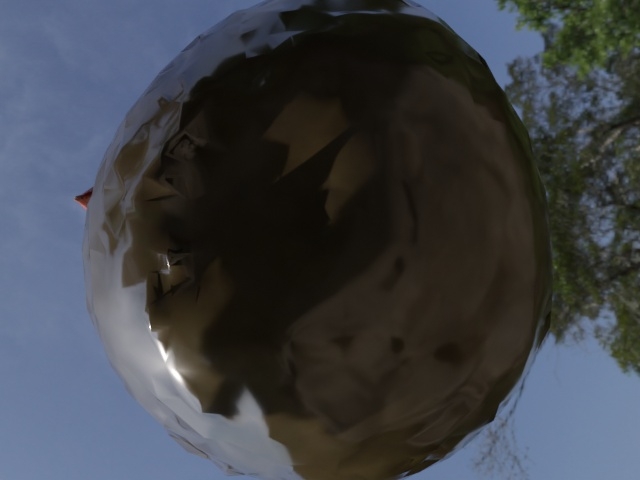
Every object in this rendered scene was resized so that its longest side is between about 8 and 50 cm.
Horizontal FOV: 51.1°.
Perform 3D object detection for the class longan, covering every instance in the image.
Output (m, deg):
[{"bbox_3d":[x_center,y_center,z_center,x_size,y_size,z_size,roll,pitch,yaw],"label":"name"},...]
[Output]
[{"bbox_3d":[-0.006,0.007,0.604,0.404,0.403,0.436,-27,-72,-40],"label":"longan"}]

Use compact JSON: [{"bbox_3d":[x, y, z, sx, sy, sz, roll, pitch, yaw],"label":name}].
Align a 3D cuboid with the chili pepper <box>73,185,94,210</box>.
[{"bbox_3d":[-0.218,-0.052,0.835,0.191,0.050,0.059,-3,-46,-44],"label":"chili pepper"}]
